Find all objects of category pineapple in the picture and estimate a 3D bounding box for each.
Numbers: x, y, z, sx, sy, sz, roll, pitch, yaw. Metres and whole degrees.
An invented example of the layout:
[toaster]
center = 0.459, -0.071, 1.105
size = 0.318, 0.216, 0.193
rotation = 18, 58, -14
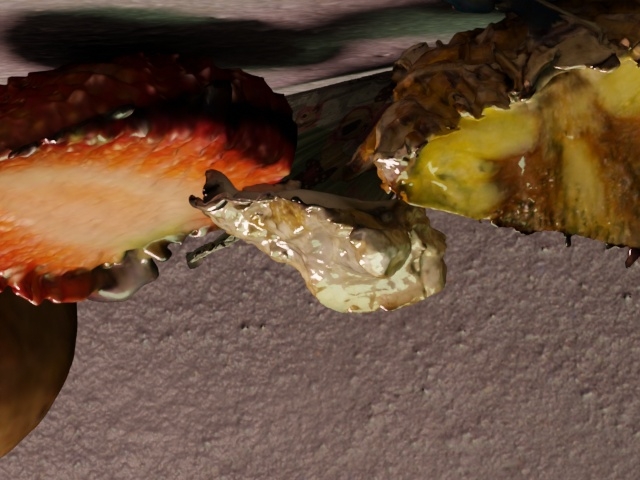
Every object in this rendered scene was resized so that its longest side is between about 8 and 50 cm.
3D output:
[pineapple]
center = 0.156, -0.094, 0.899
size = 0.334, 0.158, 0.161
rotation = 4, -142, -19

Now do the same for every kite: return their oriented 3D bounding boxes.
[kite]
center = 0.010, -0.058, 1.125
size = 0.268, 0.013, 0.323
rotation = -35, -152, 6

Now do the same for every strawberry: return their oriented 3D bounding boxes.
[strawberry]
center = -0.148, -0.069, 0.997
size = 0.233, 0.138, 0.306
rotation = -28, 162, 8

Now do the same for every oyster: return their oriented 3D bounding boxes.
[oyster]
center = 0.000, 0.000, 0.931
size = 0.163, 0.081, 0.191
rotation = 10, 178, -6

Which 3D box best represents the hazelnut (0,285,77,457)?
[hazelnut]
center = -0.398, 0.060, 1.459
size = 0.366, 0.366, 0.366
rotation = -4, 178, 0
